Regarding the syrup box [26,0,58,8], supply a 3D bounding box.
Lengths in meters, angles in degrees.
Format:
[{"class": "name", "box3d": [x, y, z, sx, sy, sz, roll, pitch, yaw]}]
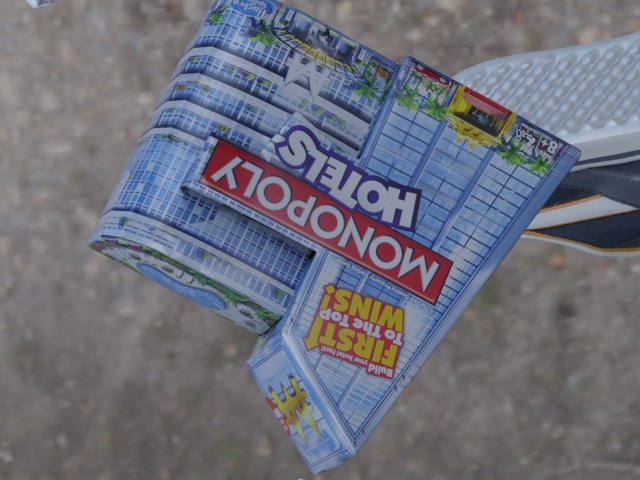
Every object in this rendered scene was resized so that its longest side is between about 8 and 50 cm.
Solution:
[{"class": "syrup box", "box3d": [-0.077, -0.149, 0.594, 0.237, 0.096, 0.093, -132, 22, -65]}]

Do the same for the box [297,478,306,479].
[{"class": "box", "box3d": [0.096, 0.254, 1.535, 0.244, 0.100, 0.060, 15, 79, 24]}]

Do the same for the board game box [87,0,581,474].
[{"class": "board game box", "box3d": [0.000, 0.000, 0.943, 0.194, 0.194, 0.060, -66, 10, -23]}]

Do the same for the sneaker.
[{"class": "sneaker", "box3d": [0.243, -0.071, 1.330, 0.321, 0.127, 0.126, -5, 53, 14]}]
